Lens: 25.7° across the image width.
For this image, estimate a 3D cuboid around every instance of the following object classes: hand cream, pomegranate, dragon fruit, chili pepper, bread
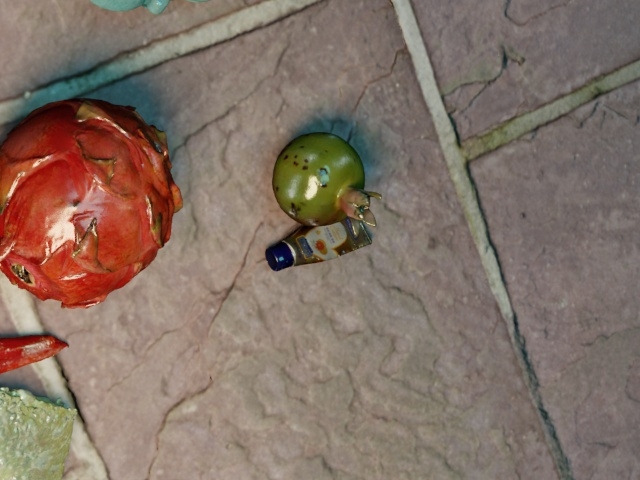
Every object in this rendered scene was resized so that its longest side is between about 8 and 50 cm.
[{"bbox_3d":[0.000,0.000,1.898,0.163,0.039,0.062,-22,85,-30],"label":"hand cream"},{"bbox_3d":[0.016,-0.072,1.845,0.159,0.129,0.129,27,74,11],"label":"pomegranate"},{"bbox_3d":[-0.278,-0.046,1.633,0.241,0.241,0.252,39,86,-24],"label":"dragon fruit"},{"bbox_3d":[-0.416,0.145,1.650,0.268,0.050,0.059,-9,78,-30],"label":"chili pepper"},{"bbox_3d":[-0.359,0.248,1.657,0.172,0.064,0.232,-36,121,-38],"label":"bread"}]

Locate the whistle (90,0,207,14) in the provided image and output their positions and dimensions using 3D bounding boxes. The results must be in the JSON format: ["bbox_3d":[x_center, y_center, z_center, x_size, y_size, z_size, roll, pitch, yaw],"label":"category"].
[{"bbox_3d":[-0.225,-0.352,1.739,0.274,0.093,0.186,8,60,-27],"label":"whistle"}]
